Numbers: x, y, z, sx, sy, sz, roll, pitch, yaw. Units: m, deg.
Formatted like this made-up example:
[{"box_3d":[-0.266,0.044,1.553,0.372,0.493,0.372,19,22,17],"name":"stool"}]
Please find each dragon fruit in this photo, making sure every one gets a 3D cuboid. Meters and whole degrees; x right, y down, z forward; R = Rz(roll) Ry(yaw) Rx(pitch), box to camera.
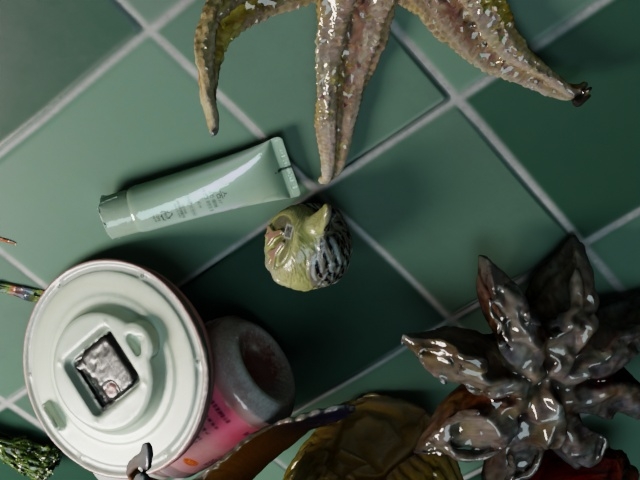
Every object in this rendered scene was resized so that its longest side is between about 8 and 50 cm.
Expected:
[{"box_3d":[0.300,0.335,1.375,0.209,0.172,0.172,-29,124,29],"name":"dragon fruit"}]

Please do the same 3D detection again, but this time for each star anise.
[{"box_3d":[0.248,0.153,1.224,0.332,0.117,0.331,-6,117,-13],"name":"star anise"}]

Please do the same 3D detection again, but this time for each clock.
[{"box_3d":[-0.226,0.141,1.183,0.244,0.056,0.244,1,92,23],"name":"clock"}]

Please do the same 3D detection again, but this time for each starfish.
[{"box_3d":[0.070,-0.213,0.954,0.398,0.132,0.383,-29,132,4],"name":"starfish"}]

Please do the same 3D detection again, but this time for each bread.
[{"box_3d":[0.064,0.301,1.298,0.240,0.240,0.139,0,123,-2],"name":"bread"}]

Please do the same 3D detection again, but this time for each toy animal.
[{"box_3d":[-0.133,0.293,1.144,0.284,0.225,0.302,16,150,-34],"name":"toy animal"},{"box_3d":[0.000,0.000,1.136,0.098,0.098,0.137,28,141,-22],"name":"toy animal"}]

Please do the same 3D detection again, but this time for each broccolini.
[{"box_3d":[-0.438,0.242,1.352,0.239,0.051,0.054,27,167,-20],"name":"broccolini"}]

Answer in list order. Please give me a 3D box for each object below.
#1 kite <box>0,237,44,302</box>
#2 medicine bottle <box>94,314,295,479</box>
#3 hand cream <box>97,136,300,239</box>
[{"box_3d":[-0.421,0.035,1.206,0.244,0.006,0.198,23,124,-19],"name":"kite"},{"box_3d":[-0.157,0.200,1.264,0.247,0.147,0.147,-34,123,22],"name":"medicine bottle"},{"box_3d":[-0.128,-0.050,1.125,0.205,0.050,0.078,-15,126,4],"name":"hand cream"}]
